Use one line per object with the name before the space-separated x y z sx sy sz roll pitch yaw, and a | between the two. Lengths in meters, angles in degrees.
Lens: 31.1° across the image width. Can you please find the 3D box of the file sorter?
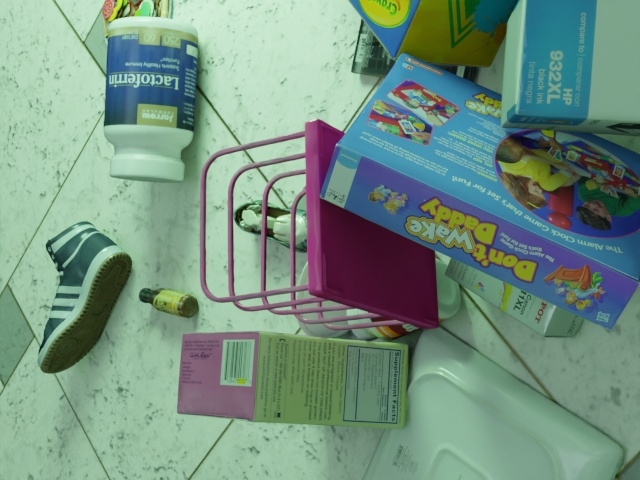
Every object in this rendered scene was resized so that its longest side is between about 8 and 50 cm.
file sorter | 0.000 0.000 1.436 0.182 0.291 0.202 -9 74 30

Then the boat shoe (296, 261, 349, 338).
boat shoe | 0.047 -0.005 1.673 0.099 0.116 0.319 -85 11 -68

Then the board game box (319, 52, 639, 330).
board game box | 0.204 -0.066 1.305 0.347 0.233 0.078 25 131 8

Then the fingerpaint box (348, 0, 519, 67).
fingerpaint box | 0.124 -0.498 1.468 0.445 0.163 0.371 60 139 39

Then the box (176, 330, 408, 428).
box | -0.039 0.191 1.585 0.213 0.243 0.117 -8 76 56

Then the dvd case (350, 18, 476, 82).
dvd case | 0.142 -0.307 1.634 0.221 0.018 0.164 16 97 43

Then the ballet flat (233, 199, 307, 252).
ballet flat | -0.064 -0.021 1.777 0.188 0.070 0.070 13 96 43

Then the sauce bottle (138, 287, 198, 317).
sauce bottle | -0.263 0.104 1.972 0.128 0.042 0.042 8 92 45

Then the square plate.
square plate | 0.189 0.335 1.525 0.344 0.049 0.347 33 109 39

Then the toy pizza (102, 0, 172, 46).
toy pizza | -0.341 -0.417 2.087 0.201 0.032 0.201 -4 84 43

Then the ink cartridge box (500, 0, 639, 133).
ink cartridge box | 0.351 -0.175 1.195 0.307 0.223 0.129 4 91 5

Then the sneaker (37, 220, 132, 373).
sneaker | -0.462 0.098 2.118 0.153 0.099 0.282 42 108 31

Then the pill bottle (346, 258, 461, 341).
pill bottle | 0.112 0.088 1.589 0.152 0.086 0.086 -27 69 39

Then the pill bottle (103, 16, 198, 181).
pill bottle | -0.287 -0.233 1.942 0.153 0.153 0.264 1 89 43

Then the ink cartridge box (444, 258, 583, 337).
ink cartridge box | 0.262 0.028 1.460 0.175 0.072 0.127 34 109 40
